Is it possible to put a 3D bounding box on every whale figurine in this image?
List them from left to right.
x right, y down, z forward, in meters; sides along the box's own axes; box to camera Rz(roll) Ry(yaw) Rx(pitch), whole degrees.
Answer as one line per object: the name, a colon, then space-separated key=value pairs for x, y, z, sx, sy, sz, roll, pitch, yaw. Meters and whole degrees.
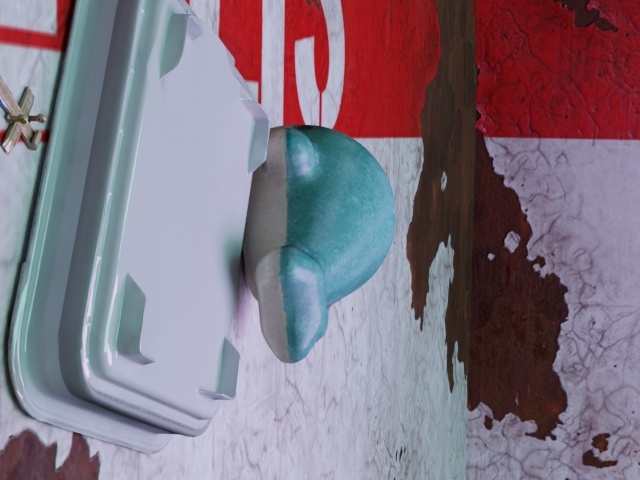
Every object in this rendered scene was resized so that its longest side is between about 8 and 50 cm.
whale figurine: x=0.000 y=0.000 z=1.057 sx=0.272 sy=0.141 sz=0.216 roll=-88 pitch=174 yaw=-66

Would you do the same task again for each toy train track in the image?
toy train track: x=-0.185 y=-0.084 z=0.705 sx=0.083 sy=0.014 sz=0.048 roll=69 pitch=28 yaw=-53

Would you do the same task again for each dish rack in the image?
dish rack: x=-0.112 y=-0.017 z=0.872 sx=0.285 sy=0.072 sz=0.333 roll=47 pitch=47 yaw=-67
